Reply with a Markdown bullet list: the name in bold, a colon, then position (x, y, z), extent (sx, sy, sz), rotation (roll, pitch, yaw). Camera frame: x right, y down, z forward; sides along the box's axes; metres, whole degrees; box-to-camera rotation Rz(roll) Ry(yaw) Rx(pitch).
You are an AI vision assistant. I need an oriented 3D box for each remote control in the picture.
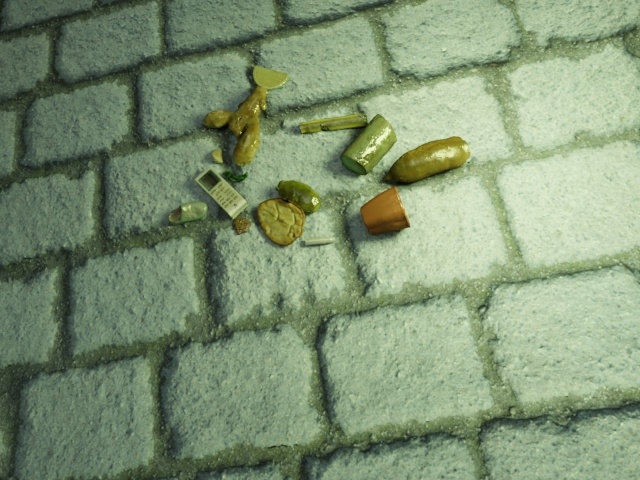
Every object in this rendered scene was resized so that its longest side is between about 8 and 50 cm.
- **remote control**: position (-0.464, -0.227, 1.959), extent (0.103, 0.055, 0.277), rotation (-45, 72, -7)

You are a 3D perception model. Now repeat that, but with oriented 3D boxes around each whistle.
- **whistle**: position (0.061, -0.552, 1.983), extent (0.326, 0.057, 0.068), rotation (-6, 71, 6)

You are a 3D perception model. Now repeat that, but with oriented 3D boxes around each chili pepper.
- **chili pepper**: position (-0.401, -0.302, 1.985), extent (0.118, 0.035, 0.055), rotation (5, 90, 14)

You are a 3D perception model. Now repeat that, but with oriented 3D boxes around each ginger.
- **ginger**: position (-0.352, -0.573, 2.022), extent (0.348, 0.122, 0.363), rotation (-40, 61, 4)

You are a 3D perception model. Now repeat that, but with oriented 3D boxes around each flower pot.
- **flower pot**: position (0.266, -0.113, 1.759), extent (0.173, 0.190, 0.191), rotation (-21, 70, 16)

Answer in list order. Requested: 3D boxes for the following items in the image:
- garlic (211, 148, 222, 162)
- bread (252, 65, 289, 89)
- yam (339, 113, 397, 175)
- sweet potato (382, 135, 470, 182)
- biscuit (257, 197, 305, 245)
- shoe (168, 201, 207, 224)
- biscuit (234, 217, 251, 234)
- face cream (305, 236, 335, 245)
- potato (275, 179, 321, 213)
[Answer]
- **garlic**: position (-0.500, -0.409, 2.033), extent (0.053, 0.041, 0.083), rotation (-7, 64, 1)
- **bread**: position (-0.261, -0.810, 2.129), extent (0.193, 0.036, 0.112), rotation (17, 80, 10)
- **yam**: position (0.220, -0.417, 1.862), extent (0.161, 0.161, 0.268), rotation (40, 82, 18)
- **sweet potato**: position (0.445, -0.336, 1.808), extent (0.369, 0.158, 0.158), rotation (-19, 70, 1)
- **biscuit**: position (-0.178, -0.093, 1.858), extent (0.260, 0.041, 0.203), rotation (33, 105, 24)
- **shoe**: position (-0.622, -0.131, 1.942), extent (0.195, 0.078, 0.079), rotation (-19, 70, 6)
- **biscuit**: position (-0.359, -0.073, 1.915), extent (0.082, 0.016, 0.092), rotation (-38, 72, -4)
- **face cream**: position (0.000, 0.000, 1.826), extent (0.130, 0.034, 0.034), rotation (-5, 71, 7)
- **potato**: position (-0.096, -0.201, 1.876), extent (0.225, 0.090, 0.117), rotation (32, 75, 13)
